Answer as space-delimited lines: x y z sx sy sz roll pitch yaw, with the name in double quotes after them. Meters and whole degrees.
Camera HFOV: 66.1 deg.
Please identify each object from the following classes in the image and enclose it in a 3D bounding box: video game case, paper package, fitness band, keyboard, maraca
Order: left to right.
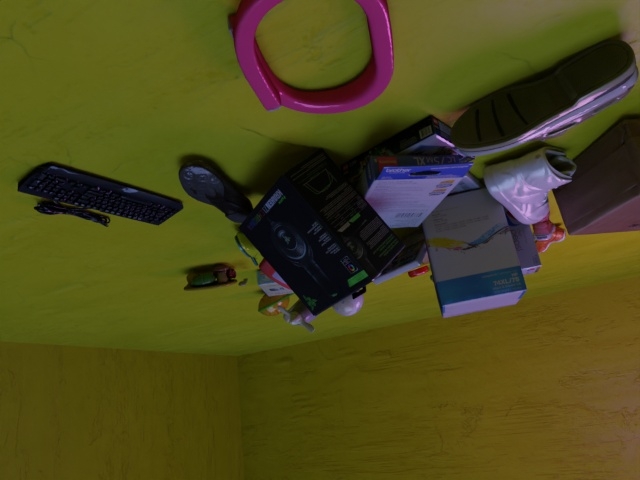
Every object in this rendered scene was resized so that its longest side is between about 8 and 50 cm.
-0.482 -0.077 1.068 0.201 0.033 0.317 -21 156 34 "keyboard"
-0.173 0.246 2.007 0.185 0.099 0.127 -25 -179 -32 "maraca"
-0.005 -0.262 0.681 0.209 0.054 0.291 -11 162 9 "fitness band"
0.258 0.037 1.477 0.023 0.183 0.201 44 143 -11 "video game case"
0.319 -0.108 1.277 0.206 0.026 0.227 -20 158 32 "video game case"
0.763 -0.141 1.130 0.324 0.168 0.309 -5 162 -8 "paper package"

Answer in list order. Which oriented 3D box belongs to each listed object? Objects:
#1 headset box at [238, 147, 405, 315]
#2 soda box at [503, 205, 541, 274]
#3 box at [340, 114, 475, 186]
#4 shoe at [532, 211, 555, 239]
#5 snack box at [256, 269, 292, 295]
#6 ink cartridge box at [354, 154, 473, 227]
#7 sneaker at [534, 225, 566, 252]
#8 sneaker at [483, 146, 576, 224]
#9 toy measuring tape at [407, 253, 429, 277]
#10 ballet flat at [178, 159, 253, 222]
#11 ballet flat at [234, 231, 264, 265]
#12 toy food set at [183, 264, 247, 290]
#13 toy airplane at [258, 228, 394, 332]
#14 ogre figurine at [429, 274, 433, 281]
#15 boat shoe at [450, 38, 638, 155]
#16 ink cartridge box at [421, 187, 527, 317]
0.000 0.000 1.037 0.131 0.283 0.246 -41 -178 -38 "headset box"
0.522 -0.019 1.311 0.069 0.216 0.074 -12 160 14 "soda box"
0.180 -0.165 1.033 0.233 0.044 0.159 -23 155 39 "box"
0.669 -0.062 1.481 0.063 0.081 0.178 -3 -166 27 "shoe"
-0.053 0.136 1.780 0.321 0.060 0.187 -8 160 3 "snack box"
0.169 -0.105 1.037 0.185 0.065 0.311 -3 163 -11 "ink cartridge box"
0.768 -0.008 1.695 0.067 0.064 0.175 15 153 -4 "sneaker"
0.530 -0.125 1.168 0.169 0.108 0.292 -20 154 39 "sneaker"
0.363 0.041 1.615 0.330 0.121 0.121 -19 162 -6 "toy measuring tape"
-0.217 -0.109 1.051 0.084 0.058 0.250 -17 154 17 "ballet flat"
-0.181 0.014 1.392 0.077 0.077 0.231 -28 164 -4 "ballet flat"
-0.348 0.116 1.627 0.217 0.071 0.128 -7 -175 4 "toy food set"
0.046 0.086 1.346 0.384 0.272 0.386 -23 150 -8 "toy airplane"
0.519 0.125 1.919 0.197 0.097 0.118 2 -177 22 "ogre figurine"
0.382 -0.218 0.853 0.302 0.113 0.103 -21 151 32 "boat shoe"
0.377 0.035 1.255 0.197 0.270 0.198 -13 161 10 "ink cartridge box"
